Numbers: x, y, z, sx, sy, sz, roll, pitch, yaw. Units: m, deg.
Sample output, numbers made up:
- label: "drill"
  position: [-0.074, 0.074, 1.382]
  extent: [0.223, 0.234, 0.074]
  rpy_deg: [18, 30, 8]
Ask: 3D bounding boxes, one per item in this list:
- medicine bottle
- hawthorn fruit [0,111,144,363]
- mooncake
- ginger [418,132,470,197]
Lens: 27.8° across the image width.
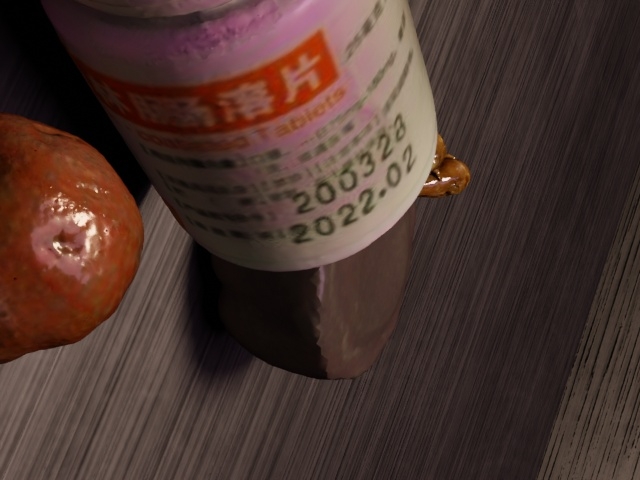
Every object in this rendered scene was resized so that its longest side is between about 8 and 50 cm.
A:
- label: "medicine bottle"
  position: [-0.057, -0.159, 0.832]
  extent: [0.219, 0.219, 0.388]
  rpy_deg: [-65, 156, -23]
- label: "hawthorn fruit"
  position: [-0.178, -0.019, 0.734]
  extent: [0.149, 0.149, 0.189]
  rpy_deg: [-52, 150, -42]
- label: "mooncake"
  position: [0.000, 0.000, 1.166]
  extent: [0.245, 0.133, 0.245]
  rpy_deg: [-45, 143, -50]
- label: "ginger"
  position: [0.104, -0.089, 1.405]
  extent: [0.073, 0.103, 0.162]
  rpy_deg: [-40, 148, 7]
